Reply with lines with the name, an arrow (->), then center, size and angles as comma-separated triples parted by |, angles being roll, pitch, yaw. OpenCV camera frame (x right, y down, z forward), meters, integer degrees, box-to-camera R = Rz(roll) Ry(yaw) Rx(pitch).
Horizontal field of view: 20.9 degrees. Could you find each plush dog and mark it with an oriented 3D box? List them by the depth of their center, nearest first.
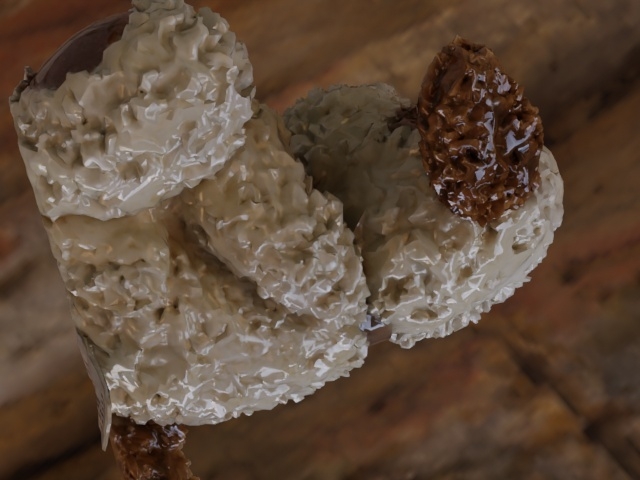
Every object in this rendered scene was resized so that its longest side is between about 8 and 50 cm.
plush dog -> 0.000, 0.000, 0.774 | 0.225, 0.211, 0.262 | -15, 175, -6
